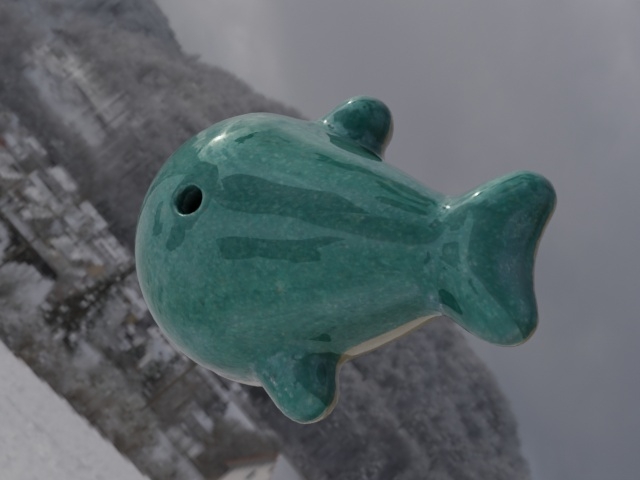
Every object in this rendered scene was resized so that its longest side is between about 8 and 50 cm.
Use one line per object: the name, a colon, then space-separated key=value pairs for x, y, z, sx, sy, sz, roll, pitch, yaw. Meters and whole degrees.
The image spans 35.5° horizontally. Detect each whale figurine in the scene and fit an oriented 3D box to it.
whale figurine: x=0.000 y=0.000 z=0.610 sx=0.272 sy=0.216 sz=0.141 roll=2 pitch=-19 yaw=37
